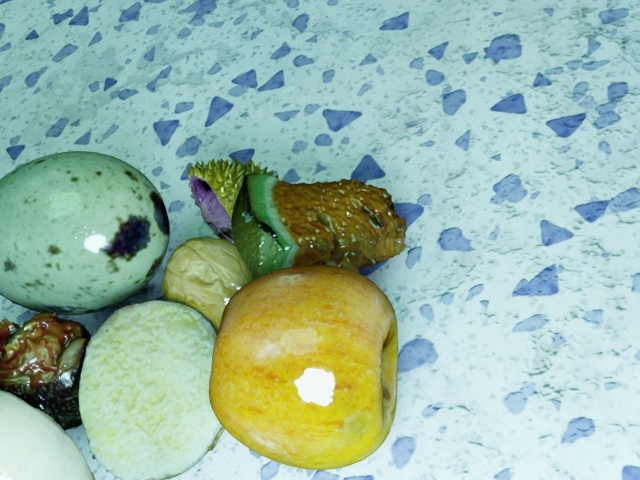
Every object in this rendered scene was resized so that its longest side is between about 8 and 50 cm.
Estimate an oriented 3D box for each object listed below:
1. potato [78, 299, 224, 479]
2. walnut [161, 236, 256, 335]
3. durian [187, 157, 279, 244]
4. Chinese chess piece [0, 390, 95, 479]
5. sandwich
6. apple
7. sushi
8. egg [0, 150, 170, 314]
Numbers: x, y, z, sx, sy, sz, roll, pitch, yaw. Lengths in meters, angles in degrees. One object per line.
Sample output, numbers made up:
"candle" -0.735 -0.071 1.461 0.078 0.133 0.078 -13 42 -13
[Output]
"potato" -0.246 0.244 1.592 0.239 0.116 0.299 -13 61 1
"walnut" -0.170 0.080 1.688 0.206 0.159 0.159 24 63 32
"durian" -0.137 -0.074 1.842 0.186 0.154 0.260 -25 49 -34
"Chinese chess piece" -0.486 0.354 1.460 0.338 0.338 0.140 0 36 23
"sandwich" 0.000 0.000 1.669 0.301 0.162 0.250 -1 33 -20
"apple" -0.028 0.175 1.440 0.275 0.299 0.299 7 53 10
"sushi" -0.501 0.240 1.672 0.343 0.182 0.196 -22 48 8
"egg" -0.443 -0.008 1.790 0.379 0.287 0.288 -17 46 25
